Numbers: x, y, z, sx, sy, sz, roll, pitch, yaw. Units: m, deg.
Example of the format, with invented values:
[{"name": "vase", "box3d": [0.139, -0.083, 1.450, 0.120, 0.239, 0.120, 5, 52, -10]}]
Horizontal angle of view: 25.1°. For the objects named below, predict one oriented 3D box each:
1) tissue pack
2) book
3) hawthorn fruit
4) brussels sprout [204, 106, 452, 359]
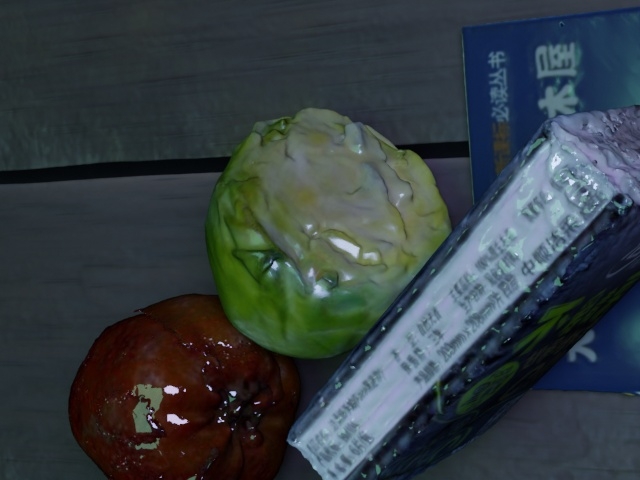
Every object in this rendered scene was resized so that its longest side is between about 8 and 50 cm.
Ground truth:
[{"name": "tissue pack", "box3d": [0.102, 0.033, 0.772, 0.073, 0.173, 0.235, 48, 119, 17]}, {"name": "book", "box3d": [0.230, -0.022, 0.797, 0.322, 0.018, 0.228, -2, 94, 32]}, {"name": "hawthorn fruit", "box3d": [-0.098, 0.107, 0.952, 0.172, 0.148, 0.148, 1, 96, 48]}, {"name": "brussels sprout", "box3d": [-0.002, 0.004, 0.887, 0.149, 0.151, 0.122, 29, 144, 0]}]
